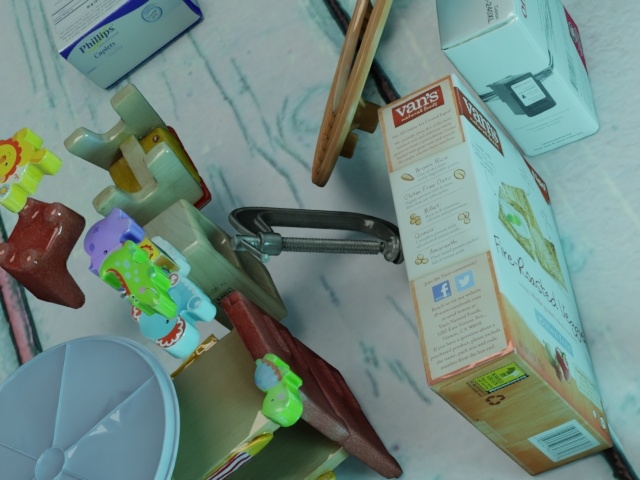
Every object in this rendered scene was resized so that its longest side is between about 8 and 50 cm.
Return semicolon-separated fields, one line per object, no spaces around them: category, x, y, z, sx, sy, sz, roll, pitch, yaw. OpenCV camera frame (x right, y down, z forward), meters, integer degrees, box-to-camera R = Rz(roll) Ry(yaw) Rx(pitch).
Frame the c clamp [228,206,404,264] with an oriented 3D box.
c clamp;0.000;0.000;1.173;0.137;0.161;0.022;32;118;59

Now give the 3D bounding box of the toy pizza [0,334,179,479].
toy pizza;-0.172;0.157;1.058;0.201;0.032;0.201;-19;50;25

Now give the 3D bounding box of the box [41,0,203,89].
box;-0.197;-0.237;1.522;0.126;0.072;0.137;-35;46;12

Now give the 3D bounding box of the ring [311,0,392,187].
ring;0.055;-0.199;1.198;0.032;0.336;0.336;18;67;-4

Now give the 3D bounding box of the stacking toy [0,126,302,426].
stacking toy;-0.115;0.029;1.007;0.052;0.167;0.221;-48;46;0

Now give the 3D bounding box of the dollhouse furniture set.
dollhouse furniture set;-0.121;0.082;1.202;0.201;0.152;0.374;-39;46;8

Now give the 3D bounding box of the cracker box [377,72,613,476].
cracker box;0.117;0.022;1.064;0.067;0.156;0.232;-26;50;21

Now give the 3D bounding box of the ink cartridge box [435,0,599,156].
ink cartridge box;0.143;-0.151;1.162;0.063;0.150;0.109;-21;51;23
